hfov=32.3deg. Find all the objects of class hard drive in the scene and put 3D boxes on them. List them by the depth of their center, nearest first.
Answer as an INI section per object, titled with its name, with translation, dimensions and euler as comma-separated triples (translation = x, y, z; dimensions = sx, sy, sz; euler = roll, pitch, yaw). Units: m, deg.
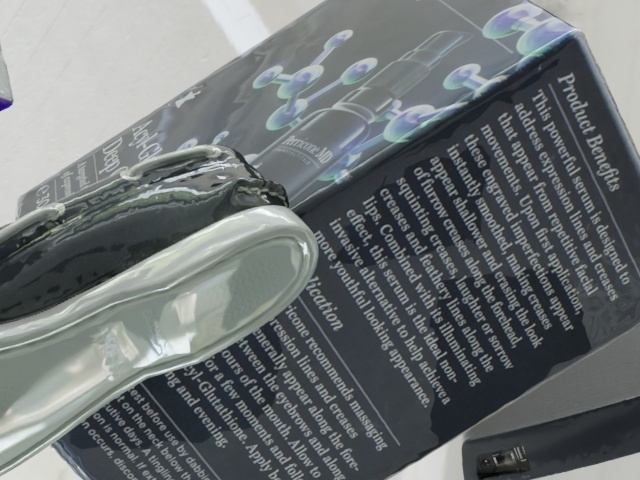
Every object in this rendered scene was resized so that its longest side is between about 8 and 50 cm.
[hard drive]
translation = 0.251, 0.144, 1.040
dimensions = 0.254, 0.172, 0.054
euler = -19, -71, 15

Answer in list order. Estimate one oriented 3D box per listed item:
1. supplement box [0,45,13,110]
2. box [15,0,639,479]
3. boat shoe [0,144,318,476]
[supplement box]
translation = -0.262, -0.082, 0.490
dimensions = 0.114, 0.220, 0.111
euler = 7, -113, -65
[box]
translation = 0.000, 0.000, 0.794
dimensions = 0.395, 0.293, 0.212
euler = -32, -62, 1
[boat shoe]
translation = -0.150, 0.042, 0.562
dimensions = 0.302, 0.091, 0.114
euler = -22, -38, -23
